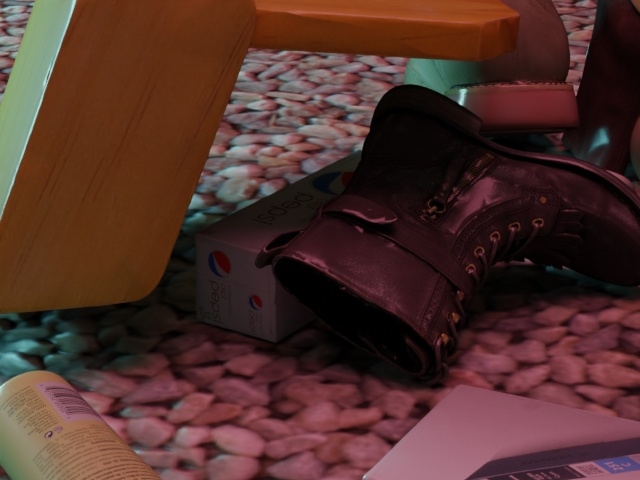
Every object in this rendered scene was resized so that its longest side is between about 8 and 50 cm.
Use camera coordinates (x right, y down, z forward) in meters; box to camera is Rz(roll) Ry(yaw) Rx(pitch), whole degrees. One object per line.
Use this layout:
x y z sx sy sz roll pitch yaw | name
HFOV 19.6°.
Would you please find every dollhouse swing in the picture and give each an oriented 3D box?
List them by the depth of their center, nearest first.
-0.069 -0.085 1.363 0.305 0.315 0.347 17 13 -15 | dollhouse swing

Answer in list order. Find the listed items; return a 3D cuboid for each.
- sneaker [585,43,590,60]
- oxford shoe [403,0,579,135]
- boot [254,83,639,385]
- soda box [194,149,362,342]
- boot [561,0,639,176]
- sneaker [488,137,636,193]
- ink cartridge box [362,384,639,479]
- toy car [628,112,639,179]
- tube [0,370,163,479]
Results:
0.335 -0.189 1.829 0.086 0.085 0.237 37 30 14 | sneaker
0.146 -0.166 1.594 0.140 0.146 0.397 -3 5 -7 | oxford shoe
0.102 0.019 1.289 0.263 0.091 0.229 26 43 1 | boot
0.000 0.000 1.358 0.074 0.069 0.216 15 27 31 | soda box
0.252 -0.180 1.620 0.090 0.207 0.248 20 17 -18 | boot
0.176 -0.049 1.492 0.152 0.058 0.084 -4 30 7 | sneaker
0.155 0.177 0.934 0.296 0.066 0.261 10 23 23 | ink cartridge box
0.317 -0.084 1.479 0.149 0.155 0.188 3 13 5 | toy car
-0.112 0.152 1.010 0.070 0.062 0.240 -50 42 -4 | tube
